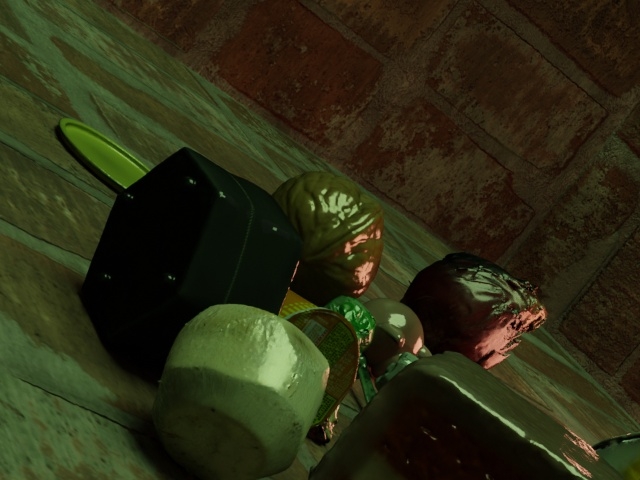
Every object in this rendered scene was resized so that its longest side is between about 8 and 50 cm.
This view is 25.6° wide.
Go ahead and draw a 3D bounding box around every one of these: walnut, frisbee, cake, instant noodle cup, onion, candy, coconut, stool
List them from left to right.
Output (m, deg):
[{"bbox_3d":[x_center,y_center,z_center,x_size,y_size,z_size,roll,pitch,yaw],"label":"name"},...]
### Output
[{"bbox_3d":[-0.306,-0.109,2.149,0.236,0.017,0.236,38,9,-7],"label":"frisbee"},{"bbox_3d":[-0.141,0.027,1.504,0.141,0.232,0.232,30,12,-37],"label":"stool"},{"bbox_3d":[-0.074,0.140,1.326,0.161,0.161,0.162,38,42,-7],"label":"coconut"},{"bbox_3d":[-0.072,0.110,1.605,0.168,0.168,0.185,30,5,-44],"label":"instant noodle cup"},{"bbox_3d":[0.000,0.000,2.248,0.228,0.228,0.228,38,9,-7],"label":"walnut"},{"bbox_3d":[0.057,0.183,2.011,0.097,0.097,0.323,35,17,-25],"label":"candy"},{"bbox_3d":[0.245,0.141,2.536,0.281,0.280,0.221,15,61,-69],"label":"onion"},{"bbox_3d":[0.151,0.272,1.402,0.309,0.237,0.230,38,7,8],"label":"cake"}]

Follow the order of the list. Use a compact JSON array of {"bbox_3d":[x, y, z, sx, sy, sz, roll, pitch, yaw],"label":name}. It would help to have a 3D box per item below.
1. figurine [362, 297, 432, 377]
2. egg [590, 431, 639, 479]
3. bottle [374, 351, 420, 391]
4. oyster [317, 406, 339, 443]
[{"bbox_3d":[0.100,0.152,2.197,0.138,0.125,0.125,27,-1,39],"label":"figurine"},{"bbox_3d":[0.359,0.379,1.625,0.337,0.337,0.201,38,-15,-6],"label":"egg"},{"bbox_3d":[0.194,0.278,2.032,0.270,0.083,0.083,46,9,2],"label":"bottle"},{"bbox_3d":[-0.036,0.157,1.722,0.191,0.081,0.163,38,13,15],"label":"oyster"}]
